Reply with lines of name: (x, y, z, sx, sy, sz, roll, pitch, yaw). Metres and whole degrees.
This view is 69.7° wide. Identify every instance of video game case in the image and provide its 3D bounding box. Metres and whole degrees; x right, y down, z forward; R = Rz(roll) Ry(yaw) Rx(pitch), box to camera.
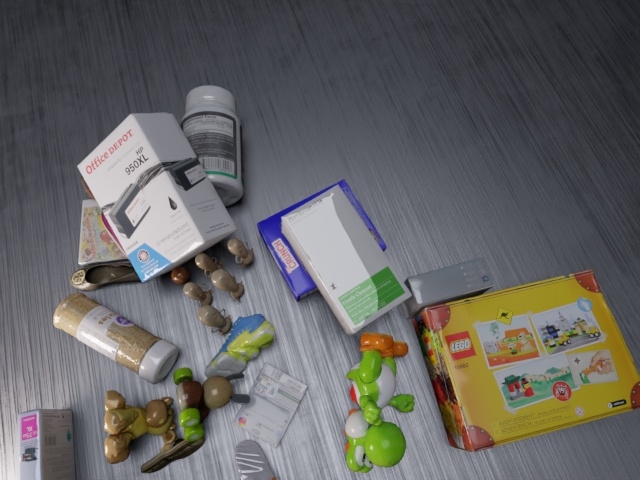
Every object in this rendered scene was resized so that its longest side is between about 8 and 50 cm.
video game case: (-0.676, -0.039, 1.502, 0.206, 0.026, 0.227, -6, 70, -3)

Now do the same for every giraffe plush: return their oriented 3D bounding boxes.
giraffe plush: (-0.478, 0.488, 1.235, 0.170, 0.210, 0.182, -2, 72, -20)

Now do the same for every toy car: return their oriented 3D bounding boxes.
toy car: (-0.293, 0.428, 1.262, 0.188, 0.149, 0.155, -12, 45, -16)

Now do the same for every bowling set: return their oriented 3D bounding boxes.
bowling set: (-0.334, 0.121, 1.403, 0.199, 0.154, 0.287, 14, 70, 25)

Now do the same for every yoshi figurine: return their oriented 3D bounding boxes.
yoshi figurine: (0.172, 0.444, 1.243, 0.203, 0.203, 0.363, 13, 72, -3)

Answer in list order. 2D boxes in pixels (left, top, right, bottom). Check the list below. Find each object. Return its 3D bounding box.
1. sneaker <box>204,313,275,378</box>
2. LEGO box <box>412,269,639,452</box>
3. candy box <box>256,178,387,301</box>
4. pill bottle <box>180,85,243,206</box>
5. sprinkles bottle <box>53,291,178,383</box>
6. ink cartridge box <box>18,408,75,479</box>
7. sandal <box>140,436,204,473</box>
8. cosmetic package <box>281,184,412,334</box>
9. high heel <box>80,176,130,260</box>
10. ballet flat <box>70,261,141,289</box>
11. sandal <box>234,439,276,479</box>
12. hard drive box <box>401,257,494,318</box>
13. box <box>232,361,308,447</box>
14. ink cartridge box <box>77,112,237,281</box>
sneaker: (-0.242, 0.306, 1.358, 0.240, 0.091, 0.126, -34, 39, 1)
LEGO box: (0.563, 0.329, 1.285, 0.499, 0.193, 0.373, -12, 70, -5)
candy box: (0.000, 0.000, 1.443, 0.317, 0.122, 0.268, -27, 74, -11)
pill bottle: (-0.358, -0.309, 1.514, 0.204, 0.204, 0.362, -4, 69, -2)
sprinkles bottle: (-0.591, 0.280, 1.331, 0.355, 0.121, 0.121, 26, 71, 9)
ink cartridge box: (-0.693, 0.596, 1.174, 0.065, 0.186, 0.312, -14, 70, -9)
sandal: (-0.408, 0.574, 1.257, 0.180, 0.072, 0.049, -27, 50, -6)
cosmetic package: (0.062, 0.057, 1.285, 0.196, 0.155, 0.366, -32, 81, -11)
high heel: (-0.601, -0.104, 1.452, 0.181, 0.127, 0.377, -30, 75, -16)
ballet flat: (-0.656, 0.104, 1.430, 0.249, 0.058, 0.084, -4, 69, -2)
sandal: (-0.156, 0.665, 1.221, 0.101, 0.076, 0.265, -13, 48, -21)
hard drive box: (0.363, 0.145, 1.361, 0.231, 0.181, 0.089, -14, 70, -7)
box: (-0.141, 0.466, 1.309, 0.145, 0.038, 0.186, 26, 70, 9)
ink cartridge box: (-0.473, -0.125, 1.328, 0.285, 0.166, 0.395, -29, 91, 27)
